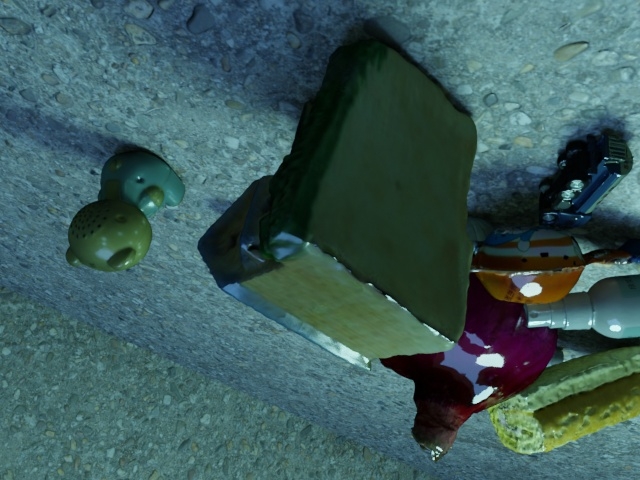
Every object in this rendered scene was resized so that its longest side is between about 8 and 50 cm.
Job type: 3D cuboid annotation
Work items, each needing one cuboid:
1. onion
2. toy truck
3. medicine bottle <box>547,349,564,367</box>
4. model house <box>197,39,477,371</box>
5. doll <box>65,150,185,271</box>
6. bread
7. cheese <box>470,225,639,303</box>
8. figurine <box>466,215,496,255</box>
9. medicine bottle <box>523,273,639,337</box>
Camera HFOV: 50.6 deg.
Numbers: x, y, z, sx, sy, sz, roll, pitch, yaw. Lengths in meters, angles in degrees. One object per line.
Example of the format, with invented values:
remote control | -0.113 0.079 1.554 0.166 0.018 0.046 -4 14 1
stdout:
onion | 0.280 0.243 1.380 0.397 0.421 0.398 6 153 3
toy truck | 0.405 -0.090 1.044 0.088 0.074 0.202 9 154 -1
medicine bottle | 0.562 0.295 1.710 0.089 0.057 0.057 15 154 5
model house | 0.014 -0.045 1.018 0.334 0.382 0.342 34 148 -29
doll | -0.414 -0.053 1.413 0.176 0.261 0.161 5 150 27
bread | 0.585 0.349 1.523 0.375 0.165 0.236 -16 166 -12
cheese | 0.406 0.037 1.171 0.329 0.130 0.217 -4 -175 0
figurine | 0.284 -0.003 1.269 0.086 0.094 0.082 35 127 28
medicine bottle | 0.543 0.116 1.198 0.351 0.110 0.110 -6 150 7
